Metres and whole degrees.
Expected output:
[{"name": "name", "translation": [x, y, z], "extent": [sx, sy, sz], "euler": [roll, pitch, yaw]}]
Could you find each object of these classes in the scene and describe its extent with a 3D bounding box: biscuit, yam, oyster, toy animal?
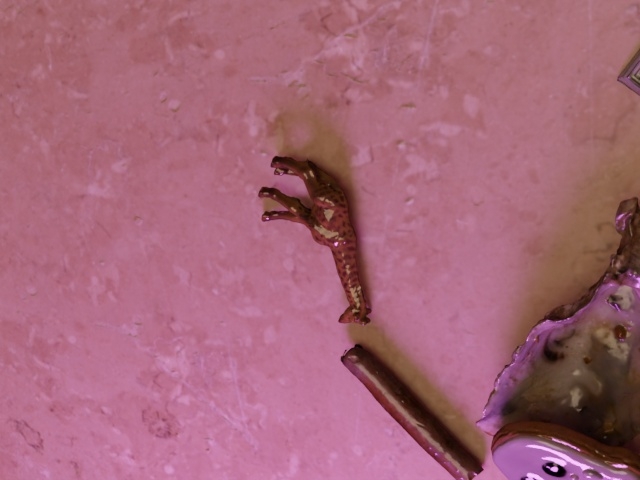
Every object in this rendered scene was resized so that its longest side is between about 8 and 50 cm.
[{"name": "biscuit", "translation": [0.325, 0.311, 1.287], "extent": [0.208, 0.049, 0.181], "euler": [20, 144, 7]}, {"name": "yam", "translation": [0.130, 0.253, 1.424], "extent": [0.264, 0.046, 0.046], "euler": [45, 116, 9]}, {"name": "oyster", "translation": [0.369, 0.151, 1.252], "extent": [0.204, 0.111, 0.396], "euler": [34, 119, 10]}, {"name": "toy animal", "translation": [0.006, -0.006, 1.425], "extent": [0.275, 0.054, 0.149], "euler": [50, 119, 7]}]

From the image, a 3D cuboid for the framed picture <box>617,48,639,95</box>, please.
[{"name": "framed picture", "translation": [0.498, -0.229, 1.135], "extent": [0.197, 0.014, 0.252], "euler": [41, 125, 13]}]
